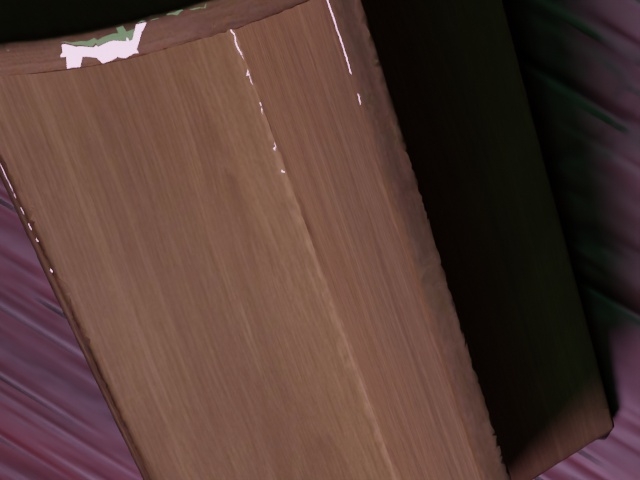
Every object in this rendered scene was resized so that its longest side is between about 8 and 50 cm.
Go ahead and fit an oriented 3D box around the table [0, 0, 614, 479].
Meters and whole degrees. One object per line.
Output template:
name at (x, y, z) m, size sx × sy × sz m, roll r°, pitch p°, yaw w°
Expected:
table at (0.000, 0.000, 0.461) m, size 0.167 × 0.167 × 0.226 m, roll -3°, pitch 127°, yaw 23°
